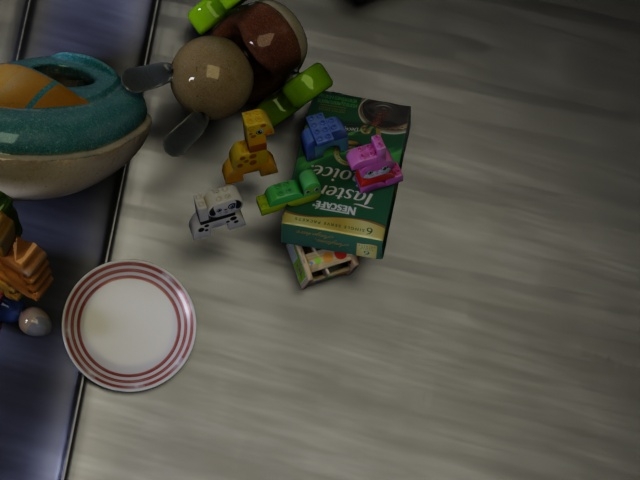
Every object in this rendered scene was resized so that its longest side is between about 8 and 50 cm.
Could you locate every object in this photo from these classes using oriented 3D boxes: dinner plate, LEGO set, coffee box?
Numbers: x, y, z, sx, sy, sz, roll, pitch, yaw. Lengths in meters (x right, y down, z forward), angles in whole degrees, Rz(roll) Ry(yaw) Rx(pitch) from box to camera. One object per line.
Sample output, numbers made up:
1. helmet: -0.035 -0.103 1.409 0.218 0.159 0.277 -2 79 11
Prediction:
1. dinner plate: -0.201 0.090 1.820 0.141 0.017 0.141 2 77 -9
2. LEGO set: -0.037 -0.089 1.773 0.227 0.093 0.087 -17 57 -9
3. coffee box: 0.029 -0.072 1.843 0.113 0.040 0.184 11 57 5

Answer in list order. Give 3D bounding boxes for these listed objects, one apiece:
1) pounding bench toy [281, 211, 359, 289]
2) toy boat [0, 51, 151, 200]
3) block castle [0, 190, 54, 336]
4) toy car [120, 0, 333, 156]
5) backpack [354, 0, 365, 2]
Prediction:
1. pounding bench toy: 0.000 0.000 1.853 0.065 0.052 0.083 -18 81 -13
2. toy boat: -0.342 -0.150 1.749 0.318 0.267 0.148 18 113 16
3. block castle: -0.398 0.074 1.574 0.213 0.453 0.303 28 74 5
4. toy car: -0.113 -0.168 1.805 0.188 0.149 0.155 -37 93 -29
5. backpack: 0.064 -0.378 1.915 0.158 0.117 0.173 -29 81 -15
